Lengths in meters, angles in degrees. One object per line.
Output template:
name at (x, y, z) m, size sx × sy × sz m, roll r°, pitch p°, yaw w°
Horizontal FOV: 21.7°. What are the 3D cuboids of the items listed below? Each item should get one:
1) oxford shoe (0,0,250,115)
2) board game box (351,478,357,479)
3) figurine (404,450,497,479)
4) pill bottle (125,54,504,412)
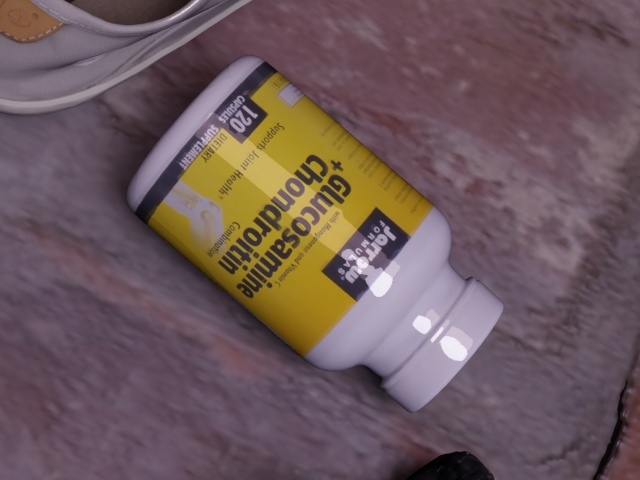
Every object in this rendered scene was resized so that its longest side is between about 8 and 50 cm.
oxford shoe at (-0.022, -0.228, 0.886) m, size 0.449 × 0.130 × 0.169 m, roll -40°, pitch 87°, yaw -20°
board game box at (-0.022, 0.296, 0.704) m, size 0.208 × 0.056 × 0.347 m, roll -18°, pitch 64°, yaw -3°
figurine at (0.035, 0.246, 0.812) m, size 0.209 × 0.092 × 0.215 m, roll -30°, pitch 85°, yaw -10°
pill bottle at (0.000, 0.000, 0.846) m, size 0.184 × 0.103 × 0.103 m, roll 40°, pitch 71°, yaw -1°
